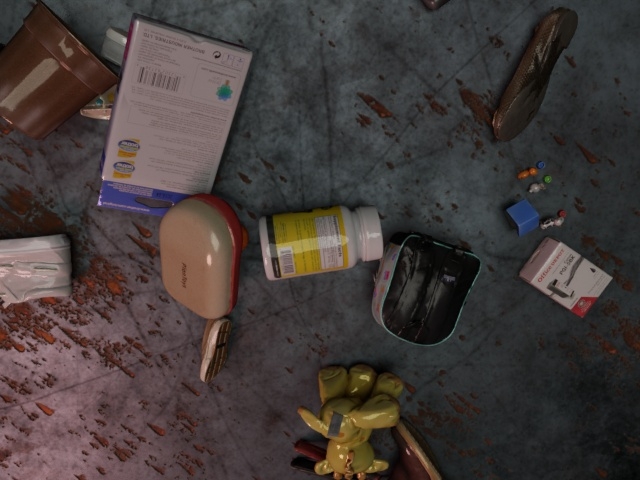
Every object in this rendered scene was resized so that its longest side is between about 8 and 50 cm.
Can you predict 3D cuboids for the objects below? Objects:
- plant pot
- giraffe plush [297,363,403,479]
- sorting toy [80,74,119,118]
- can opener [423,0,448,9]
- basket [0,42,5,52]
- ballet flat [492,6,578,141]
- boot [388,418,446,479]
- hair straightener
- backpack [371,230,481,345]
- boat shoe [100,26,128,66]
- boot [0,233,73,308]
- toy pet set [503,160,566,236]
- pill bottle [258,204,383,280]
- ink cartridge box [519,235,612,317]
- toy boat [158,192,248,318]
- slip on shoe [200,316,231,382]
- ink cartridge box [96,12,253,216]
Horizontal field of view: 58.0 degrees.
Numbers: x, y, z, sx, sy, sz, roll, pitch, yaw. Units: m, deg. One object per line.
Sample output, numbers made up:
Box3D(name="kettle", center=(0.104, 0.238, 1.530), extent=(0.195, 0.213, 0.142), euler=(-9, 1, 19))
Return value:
Box3D(name="plant pot", center=(-0.435, -0.259, 0.912), extent=(0.165, 0.167, 0.167), euler=(-44, 101, 0))
Box3D(name="giraffe plush", center=(0.062, 0.358, 1.080), extent=(0.182, 0.210, 0.170), euler=(9, 118, 28))
Box3D(name="sorting toy", center=(-0.362, -0.249, 0.992), extent=(0.084, 0.045, 0.075), euler=(0, 88, 7))
Box3D(name="can opener", center=(0.278, -0.521, 0.989), extent=(0.284, 0.076, 0.095), euler=(-37, 70, 3))
Box3D(name="basket", center=(-0.637, -0.234, 0.918), extent=(0.205, 0.154, 0.226), euler=(17, 103, -13))
Box3D(name="ballet flat", center=(0.376, -0.299, 1.041), extent=(0.084, 0.058, 0.249), euler=(11, 109, -43))
Box3D(name="boot", center=(0.148, 0.504, 1.161), extent=(0.207, 0.090, 0.248), euler=(-30, 93, 9))
Box3D(name="hair straightener", center=(0.049, 0.472, 1.137), extent=(0.231, 0.047, 0.088), euler=(15, 101, 9))
Box3D(name="backpack", center=(0.177, 0.091, 1.048), extent=(0.166, 0.144, 0.188), euler=(18, 85, -14))
Box3D(name="boat shoe", center=(-0.287, -0.289, 0.980), extent=(0.184, 0.066, 0.063), euler=(28, 112, -12))
Box3D(name="boot", center=(-0.567, 0.060, 1.005), extent=(0.259, 0.095, 0.123), euler=(-5, 95, -5))
Box3D(name="toy pet set", center=(0.404, -0.068, 1.080), extent=(0.114, 0.065, 0.122), euler=(-30, 102, 1))
Box3D(name="pill bottle", center=(0.000, 0.000, 1.031), extent=(0.209, 0.119, 0.119), euler=(-8, 102, -4))
Box3D(name="ink cartridge box", center=(0.473, 0.070, 1.117), extent=(0.135, 0.056, 0.099), euler=(32, 98, -11))
Box3D(name="toy boat", center=(-0.185, 0.015, 1.014), extent=(0.151, 0.151, 0.231), euler=(29, 135, 19))
Box3D(name="slip on shoe", center=(-0.207, 0.203, 1.095), extent=(0.041, 0.051, 0.135), euler=(25, 111, 31))
Box3D(name="ink cartridge box", center=(-0.247, -0.188, 0.950), extent=(0.186, 0.065, 0.310), euler=(8, 114, -30))
